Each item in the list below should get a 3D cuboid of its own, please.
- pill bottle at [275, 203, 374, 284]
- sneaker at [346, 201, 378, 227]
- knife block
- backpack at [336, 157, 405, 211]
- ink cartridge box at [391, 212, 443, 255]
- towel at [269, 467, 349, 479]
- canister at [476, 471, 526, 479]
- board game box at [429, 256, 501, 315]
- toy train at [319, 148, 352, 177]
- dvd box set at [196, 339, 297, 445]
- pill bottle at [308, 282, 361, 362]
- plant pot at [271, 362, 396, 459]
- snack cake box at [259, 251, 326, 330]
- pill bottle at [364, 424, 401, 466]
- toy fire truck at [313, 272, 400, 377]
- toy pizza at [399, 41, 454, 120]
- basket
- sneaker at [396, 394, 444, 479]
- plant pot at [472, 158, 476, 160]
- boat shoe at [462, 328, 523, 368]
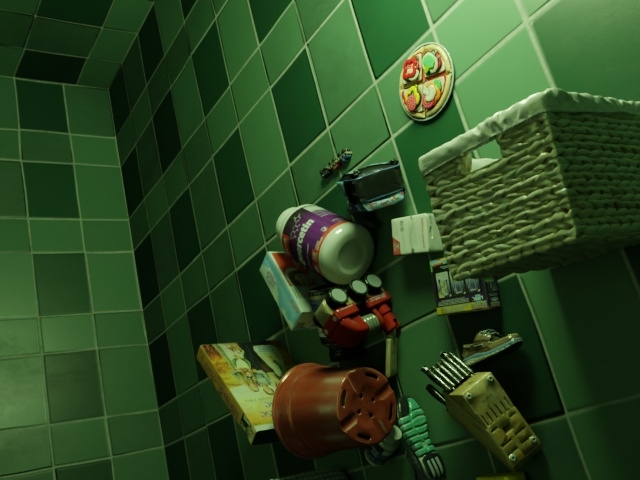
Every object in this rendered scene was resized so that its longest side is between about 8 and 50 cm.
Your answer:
[{"bbox_3d":[0.000,0.000,2.029,0.323,0.182,0.181,26,111,52],"label":"pill bottle"},{"bbox_3d":[0.117,-0.108,1.973,0.170,0.051,0.089,43,129,50],"label":"sneaker"},{"bbox_3d":[0.354,0.387,1.594,0.275,0.088,0.242,55,165,5],"label":"knife block"},{"bbox_3d":[0.130,-0.146,1.875,0.173,0.158,0.116,1,109,68],"label":"backpack"},{"bbox_3d":[0.250,-0.014,1.780,0.135,0.056,0.099,-8,83,55],"label":"ink cartridge box"},{"bbox_3d":[-0.010,0.790,1.957,0.235,0.284,0.121,52,132,42],"label":"towel"},{"bbox_3d":[0.418,0.609,1.530,0.126,0.073,0.169,-30,65,51],"label":"canister"},{"bbox_3d":[0.346,0.103,1.652,0.170,0.048,0.141,-17,78,53],"label":"board game box"},{"bbox_3d":[0.046,-0.233,2.096,0.158,0.027,0.036,-38,63,49],"label":"toy train"},{"bbox_3d":[-0.172,0.464,2.168,0.420,0.308,0.062,44,123,47],"label":"dvd box set"},{"bbox_3d":[0.047,0.235,1.998,0.123,0.123,0.219,-11,94,54],"label":"pill bottle"},{"bbox_3d":[0.050,0.460,1.880,0.265,0.272,0.272,-22,72,52],"label":"plant pot"},{"bbox_3d":[-0.067,0.153,2.149,0.264,0.152,0.089,58,134,37],"label":"snack cake box"},{"bbox_3d":[0.174,0.559,1.881,0.067,0.067,0.120,57,134,37],"label":"pill bottle"},{"bbox_3d":[0.124,0.244,1.845,0.246,0.217,0.158,50,133,23],"label":"toy fire truck"},{"bbox_3d":[0.265,-0.411,1.779,0.201,0.032,0.201,0,90,55],"label":"toy pizza"},{"bbox_3d":[0.423,-0.092,1.302,0.328,0.331,0.266,-26,71,52],"label":"basket"},{"bbox_3d":[0.236,0.520,1.784,0.098,0.083,0.223,-51,51,48],"label":"sneaker"},{"bbox_3d":[0.332,-0.137,1.630,0.109,0.109,0.096,27,124,52],"label":"plant pot"},{"bbox_3d":[0.385,0.240,1.580,0.183,0.066,0.066,-39,58,48],"label":"boat shoe"}]
